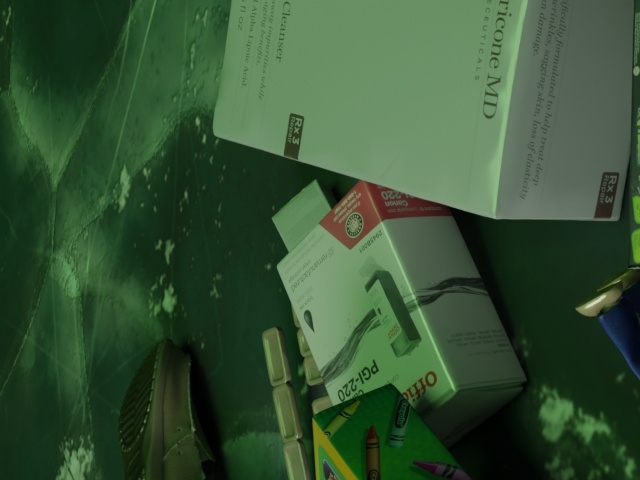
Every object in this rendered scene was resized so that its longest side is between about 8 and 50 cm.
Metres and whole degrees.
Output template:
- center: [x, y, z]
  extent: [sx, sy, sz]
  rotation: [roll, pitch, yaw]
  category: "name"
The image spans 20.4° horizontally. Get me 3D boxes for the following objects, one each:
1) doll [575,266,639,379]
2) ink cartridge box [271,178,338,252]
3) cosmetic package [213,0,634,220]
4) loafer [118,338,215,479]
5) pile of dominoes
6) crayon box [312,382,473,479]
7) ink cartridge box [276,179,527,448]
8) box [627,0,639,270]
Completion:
- center: [0.261, 0.106, 1.270]
  extent: [0.046, 0.129, 0.189]
  rotation: [-33, 91, 40]
  category: "doll"
- center: [0.000, 0.000, 1.768]
  extent: [0.063, 0.029, 0.115]
  rotation: [-41, 48, 15]
  category: "ink cartridge box"
- center: [0.086, -0.154, 1.506]
  extent: [0.385, 0.156, 0.217]
  rotation: [17, 103, 51]
  category: "cosmetic package"
- center: [-0.167, 0.232, 1.979]
  extent: [0.102, 0.092, 0.268]
  rotation: [-47, 32, 43]
  category: "loafer"
- center: [0.031, 0.169, 1.730]
  extent: [0.196, 0.040, 0.251]
  rotation: [-25, 73, 50]
  category: "pile of dominoes"
- center: [0.070, 0.280, 1.487]
  extent: [0.165, 0.081, 0.278]
  rotation: [49, 151, 46]
  category: "crayon box"
- center: [0.068, 0.073, 1.576]
  extent: [0.158, 0.092, 0.218]
  rotation: [-45, 60, 42]
  category: "ink cartridge box"
- center: [0.275, -0.079, 1.272]
  extent: [0.036, 0.114, 0.207]
  rotation: [-4, 82, 58]
  category: "box"
